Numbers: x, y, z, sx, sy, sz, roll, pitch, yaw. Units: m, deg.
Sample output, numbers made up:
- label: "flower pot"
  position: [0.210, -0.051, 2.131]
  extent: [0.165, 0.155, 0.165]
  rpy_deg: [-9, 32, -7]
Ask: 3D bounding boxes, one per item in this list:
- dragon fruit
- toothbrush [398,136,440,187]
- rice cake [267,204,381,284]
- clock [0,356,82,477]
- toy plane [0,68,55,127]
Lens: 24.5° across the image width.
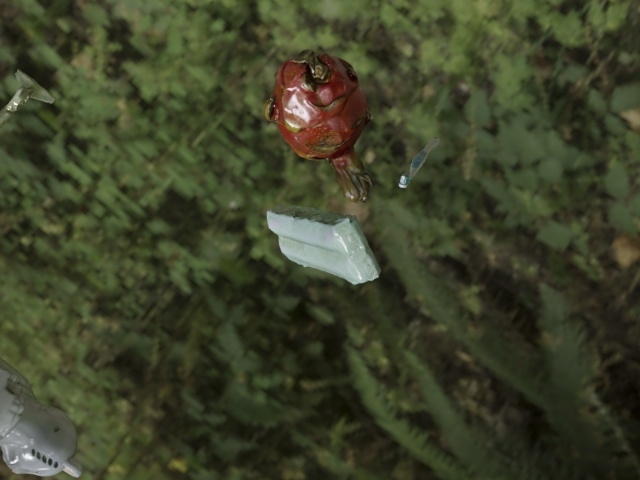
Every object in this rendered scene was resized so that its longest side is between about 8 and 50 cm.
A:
- label: "dragon fruit"
  position: [0.013, -0.139, 1.880]
  extent: [0.125, 0.125, 0.246]
  rpy_deg: [-28, 125, 3]
- label: "toothbrush"
  position: [0.114, -0.090, 1.681]
  extent: [0.014, 0.162, 0.017]
  rpy_deg: [13, 113, 14]
- label: "rice cake"
  position: [0.000, 0.000, 1.787]
  extent: [0.085, 0.040, 0.226]
  rpy_deg: [62, 162, -18]
- label: "clock"
  position: [-0.311, 0.182, 1.494]
  extent: [0.117, 0.080, 0.176]
  rpy_deg: [45, 168, -33]
- label: "toy plane"
  position: [-0.449, -0.096, 1.826]
  extent: [0.092, 0.286, 0.108]
  rpy_deg: [39, 171, 4]
